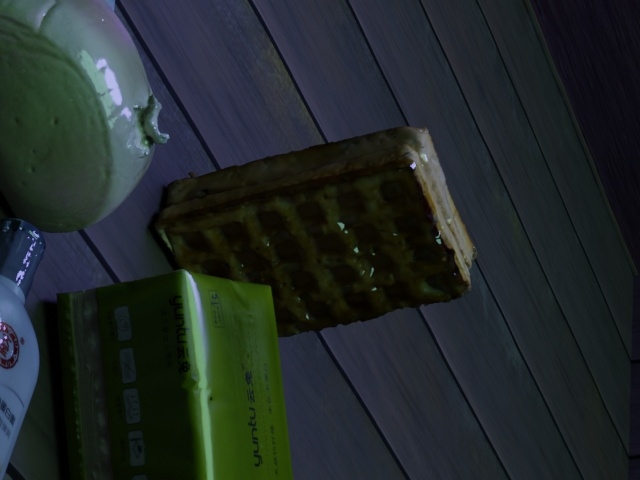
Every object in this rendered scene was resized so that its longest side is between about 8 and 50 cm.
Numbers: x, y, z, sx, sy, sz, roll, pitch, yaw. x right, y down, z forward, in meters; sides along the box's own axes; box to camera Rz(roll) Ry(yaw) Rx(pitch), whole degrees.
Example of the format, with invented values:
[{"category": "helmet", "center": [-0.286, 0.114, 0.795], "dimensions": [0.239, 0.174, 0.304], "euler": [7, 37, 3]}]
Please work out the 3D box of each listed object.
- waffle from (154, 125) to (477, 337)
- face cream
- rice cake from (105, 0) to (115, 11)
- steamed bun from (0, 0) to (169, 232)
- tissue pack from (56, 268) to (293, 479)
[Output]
[{"category": "waffle", "center": [0.000, -0.001, 1.761], "dimensions": [0.091, 0.308, 0.213], "euler": [-81, 152, -48]}, {"category": "face cream", "center": [-0.291, 0.102, 1.326], "dimensions": [0.144, 0.071, 0.291], "euler": [55, 32, -35]}, {"category": "rice cake", "center": [-0.265, -0.298, 1.581], "dimensions": [0.069, 0.063, 0.206], "euler": [-49, 124, -55]}, {"category": "steamed bun", "center": [-0.230, -0.139, 1.477], "dimensions": [0.170, 0.153, 0.238], "euler": [-57, 134, -60]}, {"category": "tissue pack", "center": [-0.135, 0.180, 1.540], "dimensions": [0.200, 0.167, 0.274], "euler": [14, 67, -66]}]
